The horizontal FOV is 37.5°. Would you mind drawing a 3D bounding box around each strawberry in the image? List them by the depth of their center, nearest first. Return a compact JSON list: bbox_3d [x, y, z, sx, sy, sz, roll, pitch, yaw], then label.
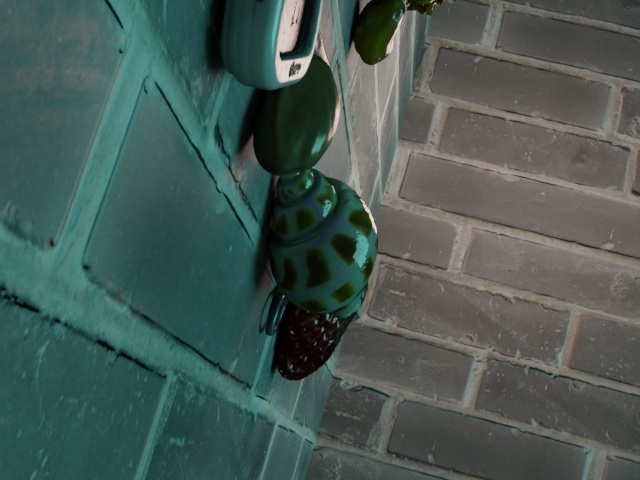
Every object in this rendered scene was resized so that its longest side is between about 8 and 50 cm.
[{"bbox_3d":[0.010,0.175,2.197,0.265,0.149,0.336,-59,169,-81],"label":"strawberry"}]

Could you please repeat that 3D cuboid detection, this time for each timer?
[{"bbox_3d":[-0.054,-0.314,1.185,0.262,0.087,0.237,-48,150,-73],"label":"timer"}]

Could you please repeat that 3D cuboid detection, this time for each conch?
[{"bbox_3d":[0.000,0.001,1.759,0.249,0.197,0.368,-108,-160,-58],"label":"conch"}]

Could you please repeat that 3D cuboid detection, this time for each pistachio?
[{"bbox_3d":[-0.036,-0.191,1.430,0.136,0.135,0.226,93,8,-55],"label":"pistachio"},{"bbox_3d":[0.122,-0.474,2.119,0.110,0.100,0.189,-40,167,-34],"label":"pistachio"}]

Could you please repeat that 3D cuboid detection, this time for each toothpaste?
[{"bbox_3d":[-0.007,-0.333,1.686,0.205,0.036,0.056,64,42,-72],"label":"toothpaste"}]

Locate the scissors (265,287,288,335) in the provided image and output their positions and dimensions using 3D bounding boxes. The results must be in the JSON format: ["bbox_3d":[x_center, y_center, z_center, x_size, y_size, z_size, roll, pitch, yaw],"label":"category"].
[{"bbox_3d":[-0.054,0.062,2.058,0.383,0.029,0.256,-22,126,-82],"label":"scissors"}]

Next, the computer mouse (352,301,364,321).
[{"bbox_3d":[0.042,0.103,2.499,0.297,0.121,0.184,57,40,-61],"label":"computer mouse"}]

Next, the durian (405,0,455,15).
[{"bbox_3d":[0.325,-0.769,2.568,0.293,0.258,0.258,110,1,-47],"label":"durian"}]

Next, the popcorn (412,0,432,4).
[{"bbox_3d":[0.206,-0.638,2.053,0.251,0.205,0.237,149,-59,-77],"label":"popcorn"}]
